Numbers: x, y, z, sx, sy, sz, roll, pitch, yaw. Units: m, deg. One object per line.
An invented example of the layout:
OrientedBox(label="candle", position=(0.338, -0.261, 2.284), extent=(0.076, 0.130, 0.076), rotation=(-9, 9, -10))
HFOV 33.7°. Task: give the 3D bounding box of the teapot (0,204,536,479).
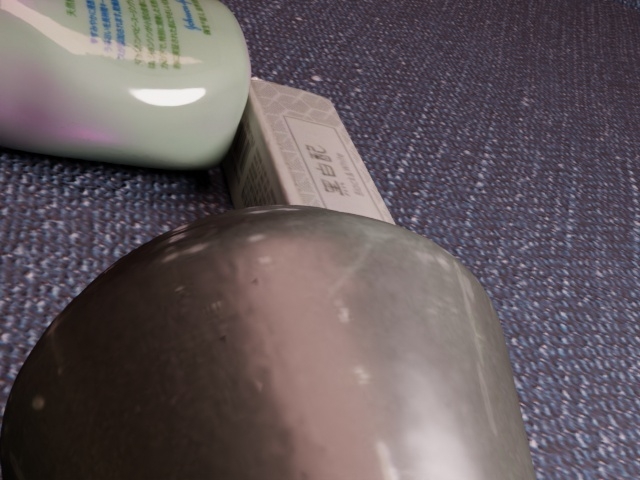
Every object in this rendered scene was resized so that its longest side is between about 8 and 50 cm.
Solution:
OrientedBox(label="teapot", position=(0.019, 0.181, 0.455), extent=(0.300, 0.253, 0.344), rotation=(39, 20, -42))

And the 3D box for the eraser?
OrientedBox(label="eraser", position=(0.000, 0.000, 0.861), extent=(0.096, 0.098, 0.404), rotation=(9, 31, -21))

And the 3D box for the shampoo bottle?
OrientedBox(label="shampoo bottle", position=(-0.248, -0.160, 0.920), extent=(0.350, 0.151, 0.222), rotation=(6, 38, -28))
